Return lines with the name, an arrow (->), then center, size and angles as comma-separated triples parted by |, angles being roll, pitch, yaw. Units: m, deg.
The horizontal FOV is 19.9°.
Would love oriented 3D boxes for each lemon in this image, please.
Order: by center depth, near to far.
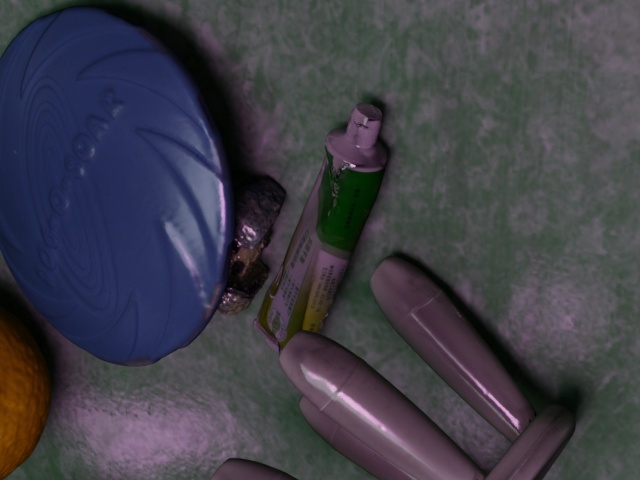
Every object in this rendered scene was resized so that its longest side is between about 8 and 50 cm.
lemon -> -0.327, 0.131, 1.559 | 0.186, 0.187, 0.244 | 62, 156, -11

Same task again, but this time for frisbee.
frisbee -> -0.183, -0.039, 1.424 | 0.290, 0.049, 0.289 | 13, 110, 39

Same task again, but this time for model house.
model house -> -0.060, 0.002, 1.412 | 0.066, 0.079, 0.083 | 37, 124, 5

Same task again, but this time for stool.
stool -> 0.060, 0.154, 1.360 | 0.199, 0.195, 0.195 | 37, 126, 14

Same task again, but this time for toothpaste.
toothpaste -> 0.000, 0.000, 1.399 | 0.078, 0.047, 0.248 | 50, 134, 36
